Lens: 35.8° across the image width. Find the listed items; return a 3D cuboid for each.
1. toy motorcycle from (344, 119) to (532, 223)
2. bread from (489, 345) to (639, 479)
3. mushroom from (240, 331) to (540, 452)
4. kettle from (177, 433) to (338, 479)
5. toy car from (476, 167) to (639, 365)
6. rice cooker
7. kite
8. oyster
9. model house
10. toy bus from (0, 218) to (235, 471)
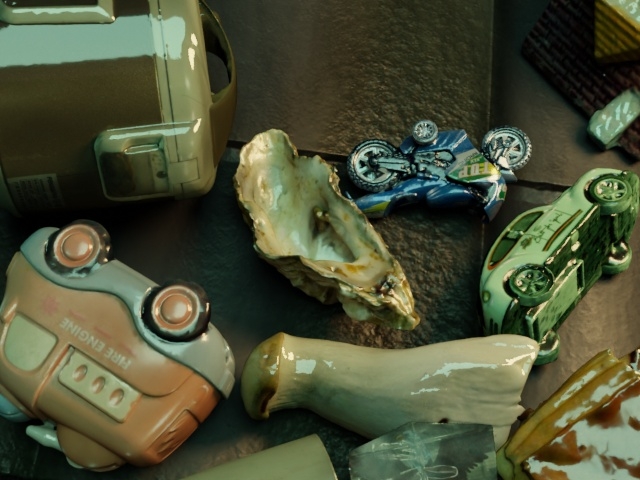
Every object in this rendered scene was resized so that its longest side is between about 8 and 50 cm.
[{"bbox_3d":[0.156,-0.081,1.313,0.255,0.092,0.135,-5,70,3],"label":"toy motorcycle"},{"bbox_3d":[0.407,0.249,1.050,0.370,0.191,0.314,-34,68,-1],"label":"bread"},{"bbox_3d":[0.075,0.166,1.140,0.329,0.122,0.159,9,80,4],"label":"mushroom"},{"bbox_3d":[-0.091,0.343,1.023,0.255,0.165,0.240,-16,91,-12],"label":"kettle"},{"bbox_3d":[0.288,0.024,1.239,0.125,0.136,0.306,24,58,34],"label":"toy car"},{"bbox_3d":[-0.265,-0.193,1.213,0.326,0.335,0.335,-6,61,-7],"label":"rice cooker"},{"bbox_3d":[0.122,0.347,1.049,0.169,0.015,0.309,-11,79,22],"label":"kite"},{"bbox_3d":[0.001,0.001,1.244,0.341,0.110,0.166,38,60,20],"label":"oyster"},{"bbox_3d":[0.422,-0.284,1.393,0.249,0.230,0.280,-41,66,3],"label":"model house"},{"bbox_3d":[-0.245,0.132,1.119,0.288,0.194,0.232,29,75,12],"label":"toy bus"}]
